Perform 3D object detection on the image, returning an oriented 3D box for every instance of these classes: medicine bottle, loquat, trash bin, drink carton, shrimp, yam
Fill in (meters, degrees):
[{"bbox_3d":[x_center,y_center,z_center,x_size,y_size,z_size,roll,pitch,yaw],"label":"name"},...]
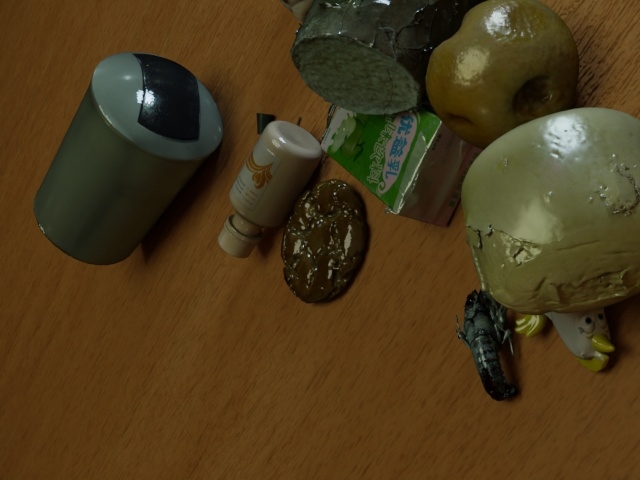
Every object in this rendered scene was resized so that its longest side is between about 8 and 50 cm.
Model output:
[{"bbox_3d":[-0.098,-0.083,2.164,0.252,0.114,0.114,-59,38,25],"label":"medicine bottle"},{"bbox_3d":[0.243,-0.227,1.652,0.213,0.213,0.213,-24,60,50],"label":"loquat"},{"bbox_3d":[-0.389,-0.173,2.476,0.432,0.280,0.280,-50,42,38],"label":"trash bin"},{"bbox_3d":[0.118,-0.148,1.880,0.271,0.108,0.161,44,115,52],"label":"drink carton"},{"bbox_3d":[0.231,0.128,1.661,0.082,0.076,0.174,-23,59,24],"label":"shrimp"},{"bbox_3d":[0.112,-0.369,1.789,0.241,0.241,0.348,0,59,55],"label":"yam"}]

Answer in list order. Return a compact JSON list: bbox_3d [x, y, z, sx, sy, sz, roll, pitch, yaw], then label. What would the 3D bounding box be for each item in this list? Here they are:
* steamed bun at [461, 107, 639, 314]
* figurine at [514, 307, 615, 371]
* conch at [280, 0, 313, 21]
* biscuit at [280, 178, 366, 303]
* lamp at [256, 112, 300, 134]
[{"bbox_3d":[0.302,-0.041,1.455,0.273,0.166,0.232,-15,44,14],"label":"steamed bun"},{"bbox_3d":[0.317,0.087,1.549,0.178,0.109,0.130,35,130,50],"label":"figurine"},{"bbox_3d":[-0.023,-0.535,2.176,0.275,0.148,0.183,-64,33,15],"label":"conch"},{"bbox_3d":[0.000,0.000,2.059,0.226,0.042,0.226,-25,59,51],"label":"biscuit"},{"bbox_3d":[-0.084,-0.205,2.259,0.121,0.041,0.054,15,99,59],"label":"lamp"}]
